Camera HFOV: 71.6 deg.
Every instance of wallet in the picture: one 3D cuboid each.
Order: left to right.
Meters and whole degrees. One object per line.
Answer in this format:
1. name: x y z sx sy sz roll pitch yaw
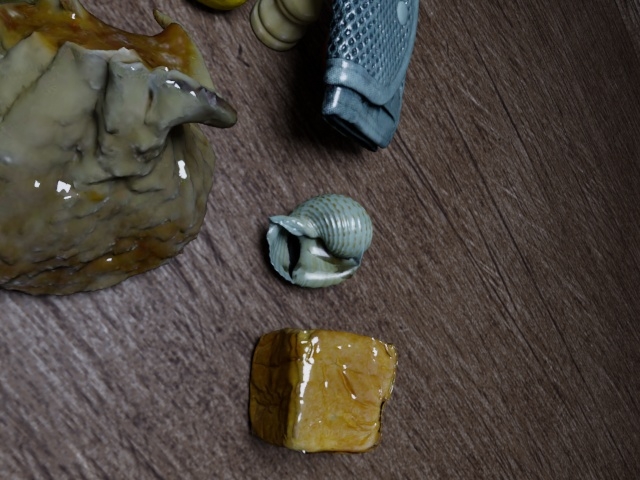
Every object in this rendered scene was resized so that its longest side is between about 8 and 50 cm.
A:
1. wallet: 0.085 -0.309 0.602 0.237 0.075 0.342 4 96 -66

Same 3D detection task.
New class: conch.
1. conch: 0.001 0.000 0.648 0.153 0.102 0.135 -1 93 -3

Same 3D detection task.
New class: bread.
1. bread: -0.001 0.196 0.584 0.158 0.149 0.143 21 67 -31

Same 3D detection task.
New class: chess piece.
1. chess piece: -0.019 -0.360 0.636 0.090 0.200 0.090 7 78 -33

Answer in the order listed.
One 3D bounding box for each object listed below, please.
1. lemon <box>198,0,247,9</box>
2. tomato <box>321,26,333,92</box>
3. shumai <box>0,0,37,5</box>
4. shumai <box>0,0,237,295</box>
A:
1. lemon: -0.139 -0.378 0.611 0.133 0.109 0.109 -1 82 -39
2. tomato: 0.048 -0.263 0.733 0.166 0.082 0.174 26 74 -45
3. shumai: -0.320 -0.370 0.427 0.222 0.204 0.271 26 64 -30
4. shumai: -0.212 -0.083 0.415 0.314 0.262 0.267 -46 108 -30
